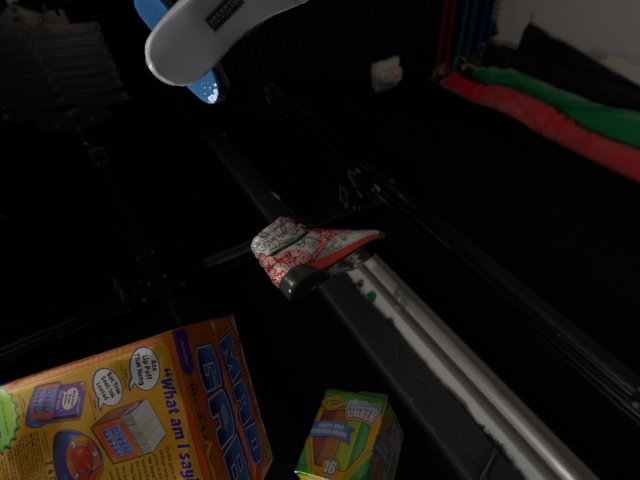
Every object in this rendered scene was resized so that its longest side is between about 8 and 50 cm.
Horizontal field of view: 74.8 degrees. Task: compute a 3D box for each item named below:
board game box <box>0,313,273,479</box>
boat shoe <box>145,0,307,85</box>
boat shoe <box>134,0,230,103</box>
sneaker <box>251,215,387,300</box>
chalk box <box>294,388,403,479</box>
[{"bbox_3d":[-0.341,0.382,0.840,0.356,0.356,0.356,-18,-97,3],"label":"board game box"},{"bbox_3d":[-0.080,-0.243,0.417,0.228,0.080,0.076,-41,-141,8],"label":"boat shoe"},{"bbox_3d":[-0.233,-0.374,0.767,0.089,0.109,0.258,-32,-88,-45],"label":"boat shoe"},{"bbox_3d":[0.000,-0.001,0.796,0.270,0.090,0.145,-25,-119,-39],"label":"sneaker"},{"bbox_3d":[0.068,0.371,0.785,0.132,0.132,0.213,-4,-142,29],"label":"chalk box"}]
